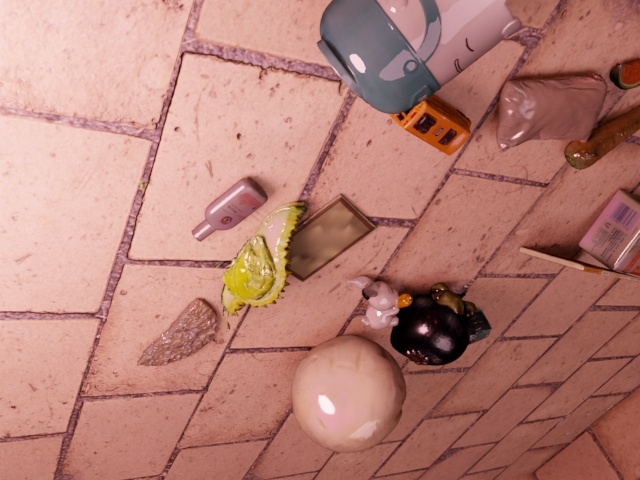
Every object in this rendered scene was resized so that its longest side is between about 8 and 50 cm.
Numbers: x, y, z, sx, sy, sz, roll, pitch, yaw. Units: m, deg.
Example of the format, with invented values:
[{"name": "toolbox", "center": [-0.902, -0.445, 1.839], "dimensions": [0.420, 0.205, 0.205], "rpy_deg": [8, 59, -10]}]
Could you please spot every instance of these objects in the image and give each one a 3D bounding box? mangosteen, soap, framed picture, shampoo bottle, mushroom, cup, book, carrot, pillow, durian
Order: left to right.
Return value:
[{"name": "shampoo bottle", "center": [-0.187, -0.056, 1.239], "dimensions": [0.165, 0.040, 0.080], "rpy_deg": [-37, 141, 13]}, {"name": "durian", "center": [-0.137, 0.072, 1.353], "dimensions": [0.132, 0.106, 0.375], "rpy_deg": [24, 116, -24]}, {"name": "framed picture", "center": [0.000, 0.000, 1.426], "dimensions": [0.231, 0.010, 0.173], "rpy_deg": [-36, 140, 13]}, {"name": "mushroom", "center": [0.051, 0.411, 1.721], "dimensions": [0.315, 0.356, 0.315], "rpy_deg": [-5, 97, -44]}, {"name": "cup", "center": [0.149, -0.335, 0.987], "dimensions": [0.258, 0.219, 0.290], "rpy_deg": [-37, 172, 16]}, {"name": "mangosteen", "center": [0.312, 0.230, 1.705], "dimensions": [0.243, 0.243, 0.243], "rpy_deg": [-15, 140, -13]}, {"name": "pillow", "center": [0.491, -0.273, 1.334], "dimensions": [0.270, 0.067, 0.173], "rpy_deg": [-10, 133, -19]}, {"name": "book", "center": [0.731, 0.069, 1.755], "dimensions": [0.295, 0.208, 0.020], "rpy_deg": [10, 97, -35]}, {"name": "carrot", "center": [0.710, -0.268, 1.464], "dimensions": [0.298, 0.078, 0.078], "rpy_deg": [-32, 141, 0]}, {"name": "soap", "center": [0.870, -0.018, 1.746], "dimensions": [0.182, 0.138, 0.199], "rpy_deg": [9, 119, -37]}]

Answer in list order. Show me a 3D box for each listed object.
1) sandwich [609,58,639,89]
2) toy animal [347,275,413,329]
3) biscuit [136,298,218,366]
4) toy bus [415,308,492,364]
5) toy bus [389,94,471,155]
[{"name": "sandwich", "center": [0.674, -0.364, 1.361], "dimensions": [0.101, 0.026, 0.069], "rpy_deg": [-12, 135, -20]}, {"name": "toy animal", "center": [0.153, 0.156, 1.603], "dimensions": [0.127, 0.131, 0.181], "rpy_deg": [-32, 136, -27]}, {"name": "biscuit", "center": [-0.323, 0.233, 1.503], "dimensions": [0.250, 0.032, 0.133], "rpy_deg": [-45, 139, 21]}, {"name": "toy bus", "center": [0.393, 0.300, 1.917], "dimensions": [0.262, 0.091, 0.109], "rpy_deg": [-21, 148, -3]}, {"name": "toy bus", "center": [0.228, -0.228, 1.226], "dimensions": [0.194, 0.088, 0.083], "rpy_deg": [19, 123, -40]}]
